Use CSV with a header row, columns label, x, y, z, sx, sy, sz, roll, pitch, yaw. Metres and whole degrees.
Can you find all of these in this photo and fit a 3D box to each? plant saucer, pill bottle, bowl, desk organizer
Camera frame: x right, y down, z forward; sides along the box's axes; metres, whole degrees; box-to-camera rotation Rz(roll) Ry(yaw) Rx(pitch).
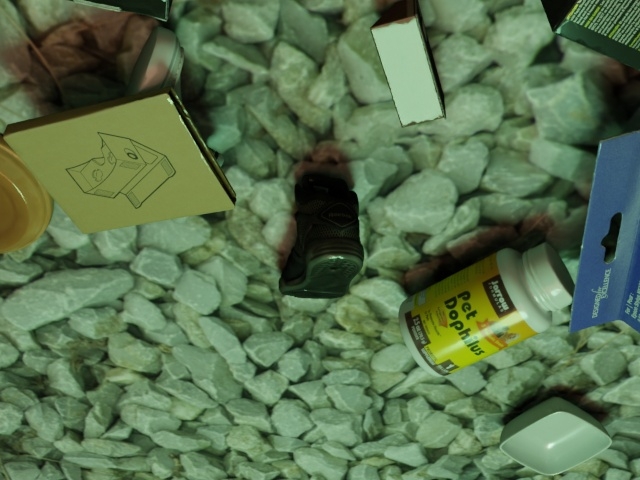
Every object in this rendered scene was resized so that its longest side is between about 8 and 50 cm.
label,x,y,z,sx,sy,sz,roll,pitch,yaw
plant saucer,-0.435,-0.053,1.003,0.200,0.037,0.200,1,131,1
pill bottle,0.217,0.087,1.054,0.215,0.117,0.117,-31,124,25
bowl,0.368,0.305,1.285,0.142,0.053,0.142,32,124,-24
desk organizer,0.094,-0.188,0.864,0.050,0.047,0.130,-12,130,15

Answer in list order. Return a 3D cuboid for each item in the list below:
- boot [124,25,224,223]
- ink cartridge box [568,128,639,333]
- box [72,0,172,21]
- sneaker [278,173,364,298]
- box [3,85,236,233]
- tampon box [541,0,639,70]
label,x,y,z,sx,sy,sz,roll,pitch,yaw
boot,-0.165,-0.119,0.914,0.123,0.095,0.258,15,139,-19
ink cartridge box,0.451,-0.019,0.929,0.307,0.072,0.304,-19,133,-11
box,-0.239,-0.351,0.668,0.257,0.079,0.322,8,144,-7
sneaker,0.000,0.000,1.017,0.087,0.130,0.227,5,159,-9
box,-0.213,-0.080,0.874,0.201,0.021,0.164,-8,137,19
tampon box,0.304,-0.235,0.767,0.161,0.120,0.101,19,130,-15
